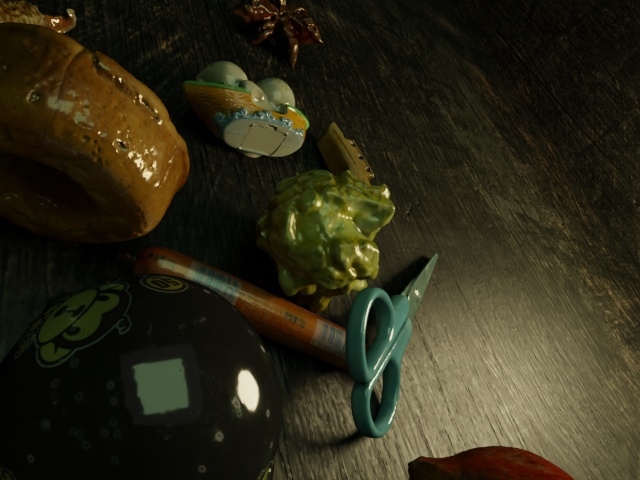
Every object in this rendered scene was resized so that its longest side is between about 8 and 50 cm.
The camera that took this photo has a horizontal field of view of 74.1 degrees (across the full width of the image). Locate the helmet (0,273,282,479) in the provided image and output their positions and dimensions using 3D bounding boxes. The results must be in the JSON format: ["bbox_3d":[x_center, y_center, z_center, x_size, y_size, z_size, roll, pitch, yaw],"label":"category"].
[{"bbox_3d":[-0.127,0.141,0.359,0.279,0.160,0.230,44,39,-1],"label":"helmet"}]

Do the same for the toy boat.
[{"bbox_3d":[0.058,-0.139,0.824,0.077,0.057,0.201,-2,59,-49],"label":"toy boat"}]

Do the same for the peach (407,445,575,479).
[{"bbox_3d":[0.190,0.322,0.438,0.257,0.232,0.232,52,41,9],"label":"peach"}]

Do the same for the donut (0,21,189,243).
[{"bbox_3d":[-0.243,-0.086,0.401,0.226,0.226,0.114,24,54,-24],"label":"donut"}]

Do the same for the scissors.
[{"bbox_3d":[0.138,0.103,0.671,0.447,0.029,0.193,-36,120,-58],"label":"scissors"}]

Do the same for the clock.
[{"bbox_3d":[-0.117,-0.221,0.706,0.230,0.103,0.144,6,53,-40],"label":"clock"}]

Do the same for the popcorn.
[{"bbox_3d":[0.001,0.000,0.572,0.166,0.186,0.188,14,55,0],"label":"popcorn"}]

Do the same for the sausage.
[{"bbox_3d":[-0.072,0.090,0.527,0.347,0.053,0.053,28,44,-20],"label":"sausage"}]

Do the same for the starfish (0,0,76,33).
[{"bbox_3d":[-0.384,-0.250,0.469,0.304,0.112,0.312,66,29,-15],"label":"starfish"}]

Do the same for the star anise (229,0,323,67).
[{"bbox_3d":[-0.090,-0.495,0.960,0.196,0.111,0.212,50,33,-6],"label":"star anise"}]
